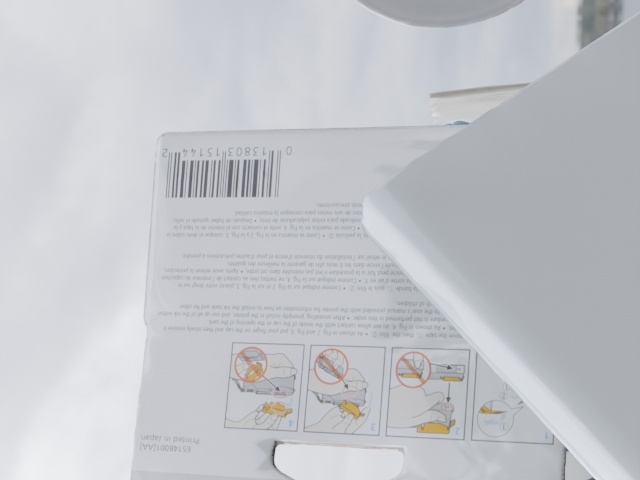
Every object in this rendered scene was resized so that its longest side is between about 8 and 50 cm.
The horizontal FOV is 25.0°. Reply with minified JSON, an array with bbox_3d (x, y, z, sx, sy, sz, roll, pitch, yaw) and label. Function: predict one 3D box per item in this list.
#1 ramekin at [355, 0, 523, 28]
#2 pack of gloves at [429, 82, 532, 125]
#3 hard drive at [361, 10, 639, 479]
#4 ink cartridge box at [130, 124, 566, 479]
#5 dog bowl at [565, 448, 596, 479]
[{"bbox_3d":[0.123,-0.363,1.470,0.127,0.273,0.273,-92,-4,-49],"label":"ramekin"},{"bbox_3d":[0.208,-0.129,1.214,0.195,0.232,0.046,54,-151,-77],"label":"pack of gloves"},{"bbox_3d":[0.194,0.037,0.697,0.203,0.307,0.040,-34,-26,-18],"label":"hard drive"},{"bbox_3d":[0.026,0.057,0.950,0.066,0.296,0.261,29,-116,-67],"label":"ink cartridge box"},{"bbox_3d":[0.367,0.328,1.524,0.150,0.408,0.408,-98,3,-58],"label":"dog bowl"}]
